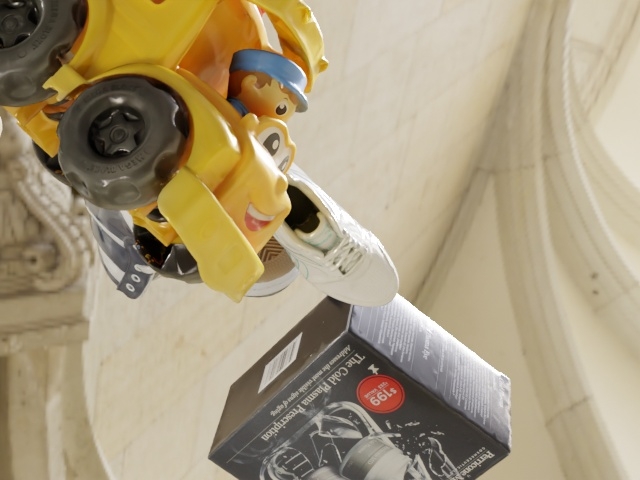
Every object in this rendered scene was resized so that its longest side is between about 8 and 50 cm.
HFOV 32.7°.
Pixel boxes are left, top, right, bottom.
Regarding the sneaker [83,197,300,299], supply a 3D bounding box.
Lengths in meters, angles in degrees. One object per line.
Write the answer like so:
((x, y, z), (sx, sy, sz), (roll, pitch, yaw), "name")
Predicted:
((-0.105, 0.000, 0.880), (0.099, 0.153, 0.282), (-31, -135, -27), "sneaker")

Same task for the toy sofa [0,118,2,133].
((-0.365, -0.133, 0.855), (0.150, 0.362, 0.177), (19, -121, -1), "toy sofa")

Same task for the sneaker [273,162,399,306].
((0.000, 0.000, 0.712), (0.152, 0.053, 0.061), (42, -179, -28), "sneaker")

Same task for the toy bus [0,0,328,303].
((-0.072, -0.105, 0.618), (0.211, 0.149, 0.220), (-44, -113, -9), "toy bus")

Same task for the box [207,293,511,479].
((0.063, 0.271, 1.664), (0.312, 0.343, 0.179), (37, -150, -14), "box")
